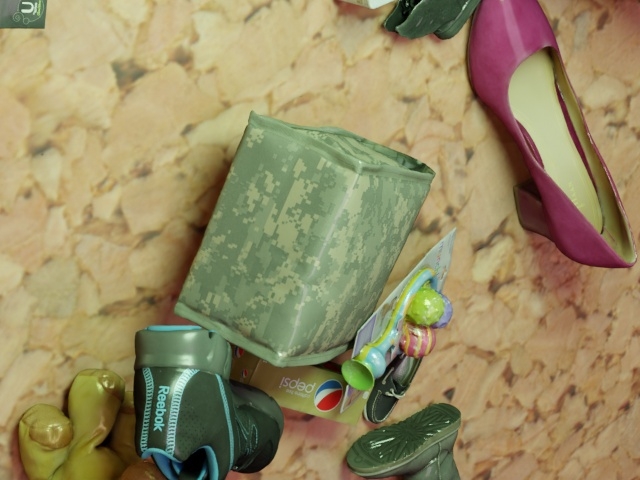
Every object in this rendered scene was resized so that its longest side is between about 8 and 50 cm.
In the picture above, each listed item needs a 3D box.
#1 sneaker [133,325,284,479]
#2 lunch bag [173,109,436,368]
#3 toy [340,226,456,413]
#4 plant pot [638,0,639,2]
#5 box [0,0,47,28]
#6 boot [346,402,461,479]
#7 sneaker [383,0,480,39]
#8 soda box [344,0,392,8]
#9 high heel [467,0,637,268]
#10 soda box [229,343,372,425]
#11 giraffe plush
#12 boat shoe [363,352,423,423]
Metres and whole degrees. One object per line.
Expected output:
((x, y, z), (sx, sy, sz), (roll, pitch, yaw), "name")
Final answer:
((-0.129, 0.204, 1.565), (0.341, 0.125, 0.139), (58, 35, -62), "sneaker")
((0.000, 0.000, 1.615), (0.287, 0.169, 0.235), (6, 108, -64), "lunch bag")
((0.110, 0.101, 1.741), (0.237, 0.056, 0.137), (-39, 150, -42), "toy")
((0.406, -0.404, 1.695), (0.305, 0.334, 0.333), (31, 88, -51), "plant pot")
((-0.292, -0.232, 1.367), (0.052, 0.083, 0.062), (-5, 110, -35), "box")
((0.119, 0.331, 1.910), (0.190, 0.076, 0.208), (-18, 124, -28), "boot")
((0.145, -0.295, 1.688), (0.089, 0.051, 0.170), (30, 92, -45), "sneaker")
((0.043, -0.361, 1.572), (0.069, 0.074, 0.216), (-26, 121, -26), "soda box")
((0.294, -0.142, 1.773), (0.127, 0.181, 0.377), (-35, 125, -21), "high heel")
((-0.028, 0.164, 1.732), (0.181, 0.061, 0.058), (20, 96, -40), "soda box")
((-0.228, 0.263, 1.552), (0.210, 0.170, 0.181), (-51, 129, -9), "giraffe plush")
((0.094, 0.174, 1.842), (0.046, 0.038, 0.125), (26, 91, -40), "boat shoe")
